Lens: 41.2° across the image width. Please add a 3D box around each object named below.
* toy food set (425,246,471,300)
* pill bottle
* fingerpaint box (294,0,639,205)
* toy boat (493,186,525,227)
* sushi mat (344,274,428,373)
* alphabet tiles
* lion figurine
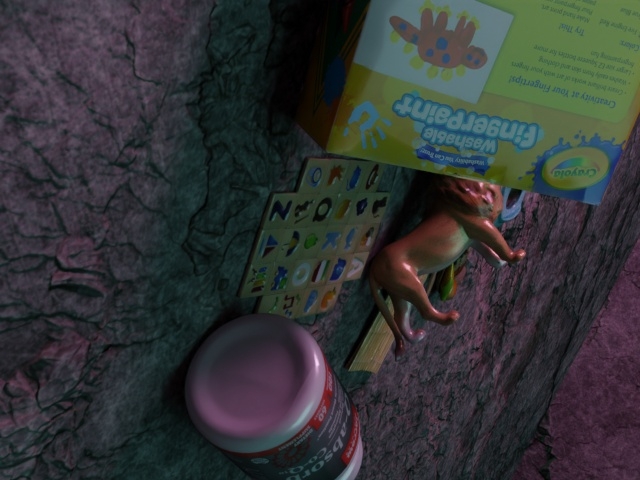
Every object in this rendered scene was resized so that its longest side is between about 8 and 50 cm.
[{"bbox_3d":[0.294,0.069,1.851,0.192,0.038,0.132,-25,138,-53],"label":"toy food set"},{"bbox_3d":[-0.053,0.280,1.338,0.210,0.210,0.363,-52,149,-16],"label":"pill bottle"},{"bbox_3d":[0.232,-0.273,1.158,0.445,0.163,0.371,8,111,-22],"label":"fingerpaint box"},{"bbox_3d":[0.414,-0.164,1.749,0.318,0.148,0.267,-35,141,-38],"label":"toy boat"},{"bbox_3d":[0.156,0.129,1.724,0.316,0.019,0.151,-62,151,1],"label":"sushi mat"},{"bbox_3d":[0.000,0.000,1.386,0.342,0.011,0.285,-5,119,-55],"label":"alphabet tiles"},{"bbox_3d":[0.207,0.011,1.563,0.392,0.240,0.142,-44,-178,-7],"label":"lion figurine"}]
